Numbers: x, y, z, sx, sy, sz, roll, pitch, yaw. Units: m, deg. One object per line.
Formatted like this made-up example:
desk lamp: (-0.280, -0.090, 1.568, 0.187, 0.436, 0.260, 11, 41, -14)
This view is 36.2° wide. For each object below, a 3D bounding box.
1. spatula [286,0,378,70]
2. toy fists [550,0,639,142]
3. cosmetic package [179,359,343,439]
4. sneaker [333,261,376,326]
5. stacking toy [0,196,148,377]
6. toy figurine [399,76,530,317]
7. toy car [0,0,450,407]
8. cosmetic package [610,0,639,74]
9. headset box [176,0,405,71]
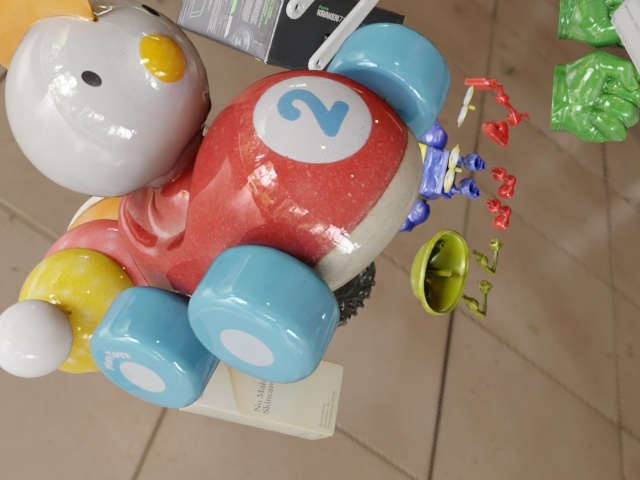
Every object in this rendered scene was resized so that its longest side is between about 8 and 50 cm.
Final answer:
spatula: (0.044, -0.269, 0.849, 0.019, 0.242, 0.168, 27, -17, 36)
toy fists: (0.437, -0.291, 1.510, 0.096, 0.142, 0.279, 15, 79, -76)
cosmetic package: (-0.120, 0.307, 2.046, 0.310, 0.113, 0.160, 16, 69, -20)
sneaker: (0.000, 0.000, 1.012, 0.085, 0.237, 0.086, -27, 45, -18)
stacking toy: (-0.386, 0.114, 1.624, 0.350, 0.350, 0.480, 48, 24, 2)
toy figurine: (0.162, -0.071, 1.524, 0.191, 0.217, 0.362, 17, 84, -50)
toy car: (-0.084, -0.067, 0.546, 0.238, 0.210, 0.219, 43, 53, -22)
cosmetic package: (0.396, -0.212, 0.638, 0.197, 0.365, 0.155, 33, 28, -14)
headset box: (-0.044, -0.344, 1.546, 0.246, 0.131, 0.283, 6, 17, -43)
